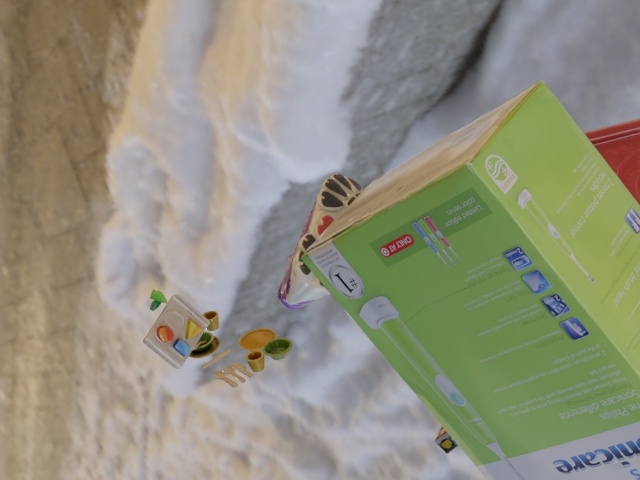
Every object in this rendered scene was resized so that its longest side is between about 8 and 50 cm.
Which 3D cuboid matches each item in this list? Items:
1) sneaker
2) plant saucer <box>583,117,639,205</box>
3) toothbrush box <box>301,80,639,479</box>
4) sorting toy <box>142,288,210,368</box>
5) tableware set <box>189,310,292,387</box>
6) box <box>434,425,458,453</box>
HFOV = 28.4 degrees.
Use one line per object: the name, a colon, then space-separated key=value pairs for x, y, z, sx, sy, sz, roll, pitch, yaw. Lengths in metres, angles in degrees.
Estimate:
sneaker: x=0.000 y=0.000 z=1.206 sx=0.068 sy=0.170 sz=0.071 roll=42 pitch=134 yaw=-8
plant saucer: x=0.340 y=-0.029 z=1.212 sx=0.258 sy=0.259 sz=0.048 roll=54 pitch=141 yaw=28
toothbrush box: x=0.158 y=0.055 z=0.956 sx=0.283 sy=0.122 sz=0.206 roll=51 pitch=141 yaw=-7
sorting toy: x=-0.155 y=0.088 z=1.307 sx=0.012 sy=0.062 sz=0.083 roll=14 pitch=155 yaw=51
tableware set: x=-0.108 y=0.124 z=1.560 sx=0.154 sy=0.104 sz=0.024 roll=25 pitch=135 yaw=50
box: x=0.206 y=0.218 z=1.688 sx=0.027 sy=0.137 sz=0.094 roll=46 pitch=119 yaw=-4
